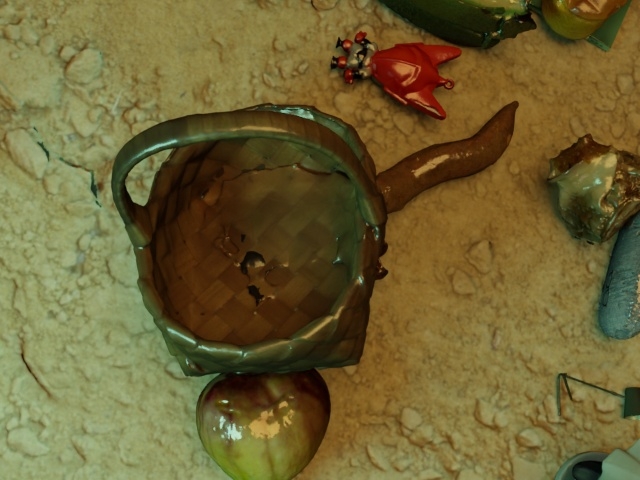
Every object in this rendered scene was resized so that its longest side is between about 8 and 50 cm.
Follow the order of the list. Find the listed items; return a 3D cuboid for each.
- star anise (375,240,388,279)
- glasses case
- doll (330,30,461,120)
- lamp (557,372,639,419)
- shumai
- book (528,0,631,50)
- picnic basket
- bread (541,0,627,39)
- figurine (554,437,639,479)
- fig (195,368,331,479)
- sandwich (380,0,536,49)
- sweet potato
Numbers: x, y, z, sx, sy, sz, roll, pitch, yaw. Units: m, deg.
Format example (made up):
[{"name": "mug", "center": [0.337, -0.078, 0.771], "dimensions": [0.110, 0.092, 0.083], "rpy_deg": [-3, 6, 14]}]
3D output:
[{"name": "star anise", "center": [0.000, 0.000, 1.294], "dimensions": [0.191, 0.070, 0.097], "rpy_deg": [31, 48, 0]}, {"name": "glasses case", "center": [0.436, -0.001, 1.337], "dimensions": [0.067, 0.109, 0.282], "rpy_deg": [21, 77, -6]}, {"name": "doll", "center": [0.100, -0.233, 1.358], "dimensions": [0.169, 0.057, 0.109], "rpy_deg": [17, 73, -6]}, {"name": "lamp", "center": [0.372, 0.204, 1.326], "dimensions": [0.121, 0.041, 0.054], "rpy_deg": [6, 70, -11]}, {"name": "shumai", "center": [0.353, -0.073, 1.317], "dimensions": [0.116, 0.146, 0.145], "rpy_deg": [27, 73, -37]}, {"name": "book", "center": [0.374, -0.346, 1.445], "dimensions": [0.135, 0.017, 0.103], "rpy_deg": [27, 76, -5]}, {"name": "picnic basket", "center": [-0.077, -0.036, 1.104], "dimensions": [0.293, 0.337, 0.337], "rpy_deg": [-6, 79, 8]}, {"name": "bread", "center": [0.412, -0.383, 1.404], "dimensions": [0.245, 0.094, 0.102], "rpy_deg": [-40, 85, -15]}, {"name": "figurine", "center": [0.384, 0.320, 1.197], "dimensions": [0.176, 0.236, 0.133], "rpy_deg": [37, 75, 1]}, {"name": "fig", "center": [-0.060, 0.252, 1.189], "dimensions": [0.160, 0.143, 0.230], "rpy_deg": [-8, 80, -11]}, {"name": "sandwich", "center": [0.155, -0.392, 1.380], "dimensions": [0.292, 0.109, 0.212], "rpy_deg": [16, 68, -10]}, {"name": "sweet potato", "center": [0.172, -0.105, 1.344], "dimensions": [0.281, 0.067, 0.059], "rpy_deg": [-25, 120, -18]}]
